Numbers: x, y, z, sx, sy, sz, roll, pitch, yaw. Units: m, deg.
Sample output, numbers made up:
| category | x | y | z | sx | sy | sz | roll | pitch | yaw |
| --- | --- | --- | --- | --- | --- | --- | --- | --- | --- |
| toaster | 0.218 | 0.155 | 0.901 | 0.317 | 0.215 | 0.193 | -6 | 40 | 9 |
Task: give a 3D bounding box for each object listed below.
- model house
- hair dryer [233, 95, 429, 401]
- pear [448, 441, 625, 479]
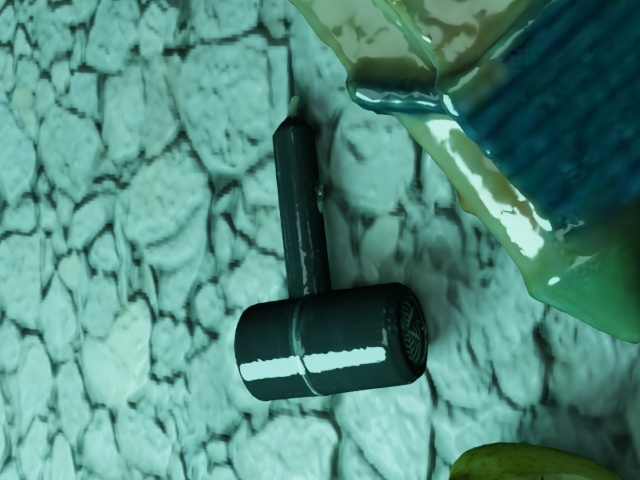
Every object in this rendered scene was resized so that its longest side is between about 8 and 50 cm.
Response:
| category | x | y | z | sx | sy | sz | roll | pitch | yaw |
| --- | --- | --- | --- | --- | --- | --- | --- | --- | --- |
| model house | 0.182 | -0.129 | 0.506 | 0.312 | 0.245 | 0.280 | -42 | 82 | 12 |
| hair dryer | 0.000 | 0.000 | 0.694 | 0.124 | 0.071 | 0.219 | -13 | 78 | 23 |
| pear | 0.127 | 0.205 | 0.582 | 0.178 | 0.178 | 0.178 | 1 | 92 | 24 |
